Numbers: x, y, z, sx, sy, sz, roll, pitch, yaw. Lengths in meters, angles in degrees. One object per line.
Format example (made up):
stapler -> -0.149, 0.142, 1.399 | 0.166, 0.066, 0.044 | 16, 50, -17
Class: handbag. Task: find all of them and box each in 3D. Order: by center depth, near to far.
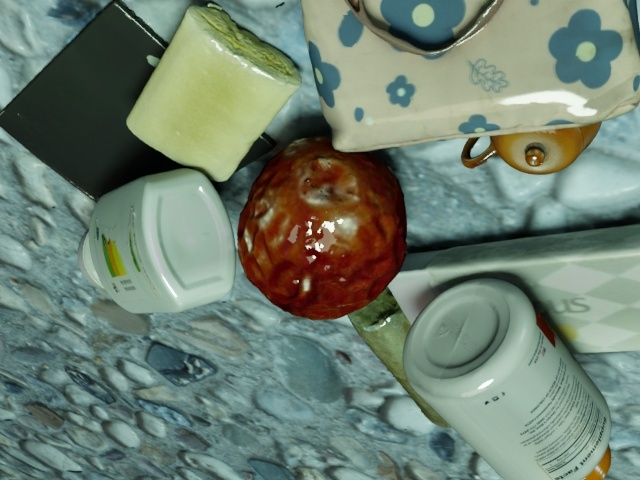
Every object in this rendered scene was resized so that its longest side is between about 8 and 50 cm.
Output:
handbag -> 0.116, -0.192, 0.642 | 0.251, 0.190, 0.193 | -4, 120, 23

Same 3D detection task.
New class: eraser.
eraser -> 0.293, 0.064, 0.955 | 0.396, 0.082, 0.213 | -8, 134, 32

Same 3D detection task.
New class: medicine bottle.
medicine bottle -> 0.229, 0.184, 0.935 | 0.157, 0.157, 0.289 | -15, 132, 37
medicine bottle -> -0.213, 0.008, 1.013 | 0.296, 0.111, 0.161 | -6, 98, 61

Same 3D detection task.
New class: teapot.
teapot -> 0.202, -0.108, 0.767 | 0.173, 0.116, 0.116 | -22, 126, 42

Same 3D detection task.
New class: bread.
bread -> -0.118, -0.154, 0.884 | 0.139, 0.060, 0.178 | 32, 133, -16

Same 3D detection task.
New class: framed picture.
framed picture -> -0.242, -0.134, 1.021 | 0.244, 0.013, 0.324 | 41, 138, -25

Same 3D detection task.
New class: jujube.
jujube -> 0.000, 0.000, 0.926 | 0.197, 0.197, 0.290 | 19, 158, 2

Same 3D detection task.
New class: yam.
yam -> 0.132, 0.159, 1.141 | 0.093, 0.093, 0.259 | -11, 132, 34
